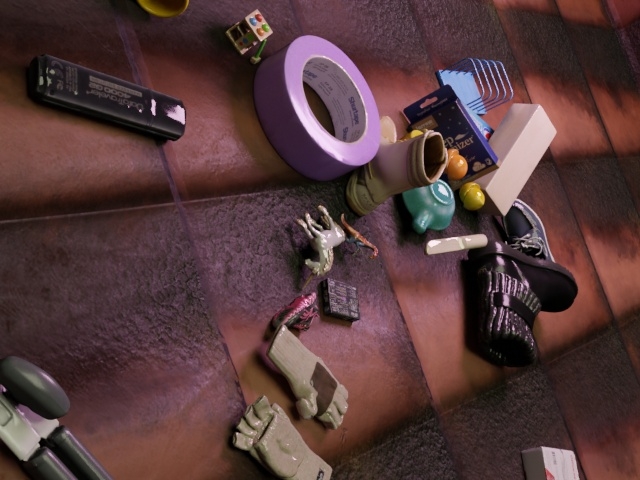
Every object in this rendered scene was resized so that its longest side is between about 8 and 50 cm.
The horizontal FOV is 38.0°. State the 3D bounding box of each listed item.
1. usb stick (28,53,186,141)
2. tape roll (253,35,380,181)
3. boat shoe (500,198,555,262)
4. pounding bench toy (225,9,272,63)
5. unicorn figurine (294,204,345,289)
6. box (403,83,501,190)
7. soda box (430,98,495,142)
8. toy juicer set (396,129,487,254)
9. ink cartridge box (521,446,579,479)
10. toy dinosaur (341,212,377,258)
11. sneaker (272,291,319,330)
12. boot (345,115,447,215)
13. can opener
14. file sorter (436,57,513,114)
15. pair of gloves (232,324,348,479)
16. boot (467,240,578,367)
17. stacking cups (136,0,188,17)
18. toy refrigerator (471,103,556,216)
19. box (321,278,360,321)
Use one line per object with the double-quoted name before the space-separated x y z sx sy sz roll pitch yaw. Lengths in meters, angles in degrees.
"usb stick" -0.324 -0.219 1.452 0.278 0.045 0.077 13 68 -47
"tape roll" -0.003 -0.258 1.823 0.275 0.090 0.274 26 53 -40
"boat shoe" 0.510 0.019 2.288 0.254 0.095 0.079 67 25 -13
"pounding bench toy" -0.124 -0.383 1.763 0.083 0.065 0.052 55 38 -14
"unicorn figurine" 0.000 0.000 1.705 0.162 0.060 0.111 -33 87 -44
"box" 0.296 -0.232 2.126 0.225 0.136 0.036 54 33 -13
"soda box" 0.357 -0.266 2.273 0.210 0.071 0.067 35 49 -34
"toy juicer set" 0.266 -0.075 2.030 0.209 0.089 0.329 15 52 -31
"ink cartridge box" 0.506 0.510 2.038 0.135 0.056 0.099 19 57 -43
"toy dinosaur" 0.072 0.002 1.785 0.082 0.090 0.047 11 37 4
"sneaker" -0.037 0.135 1.608 0.119 0.047 0.057 -34 109 -51
"boot" 0.164 -0.182 1.884 0.095 0.203 0.262 44 43 -27
"can opener" -0.317 0.263 1.153 0.283 0.095 0.076 53 40 -15
"file sorter" 0.395 -0.394 2.362 0.170 0.104 0.118 -9 78 -51
"pair of gloves" -0.042 0.282 1.520 0.204 0.042 0.240 45 43 -30
"boot" 0.471 0.170 2.117 0.348 0.131 0.260 19 49 -31
"stacking cups" -0.251 -0.539 1.670 0.096 0.096 0.316 37 46 -33
"toy refrigerator" 0.449 -0.196 2.237 0.102 0.094 0.269 47 69 -35
"box" 0.038 0.111 1.726 0.083 0.018 0.067 17 58 -45
